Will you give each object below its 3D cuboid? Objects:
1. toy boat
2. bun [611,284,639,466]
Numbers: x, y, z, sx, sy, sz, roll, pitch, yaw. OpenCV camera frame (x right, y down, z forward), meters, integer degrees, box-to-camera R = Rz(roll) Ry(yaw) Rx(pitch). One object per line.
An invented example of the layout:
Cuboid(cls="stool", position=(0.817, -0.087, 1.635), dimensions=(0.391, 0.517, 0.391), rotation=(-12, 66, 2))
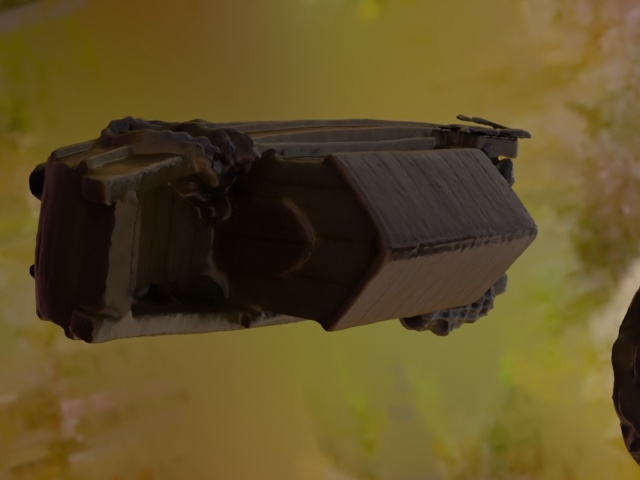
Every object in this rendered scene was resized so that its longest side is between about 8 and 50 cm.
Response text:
Cuboid(cls="toy boat", position=(0.000, 0.000, 1.029), dimensions=(0.445, 0.162, 0.136), rotation=(-5, 103, -58))
Cuboid(cls="bun", position=(0.248, 0.048, 1.057), dimensions=(0.133, 0.231, 0.231), rotation=(54, 2, -3))
